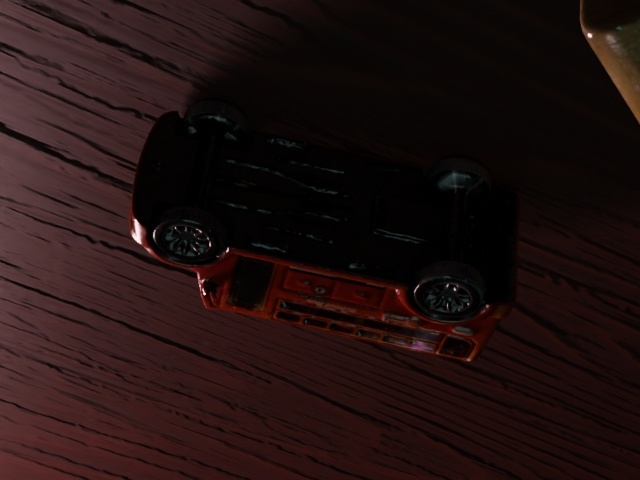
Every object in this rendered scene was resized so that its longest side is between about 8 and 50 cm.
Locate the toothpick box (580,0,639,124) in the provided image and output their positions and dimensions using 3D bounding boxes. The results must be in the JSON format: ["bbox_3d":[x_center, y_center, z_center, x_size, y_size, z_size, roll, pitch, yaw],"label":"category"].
[{"bbox_3d":[0.274,-0.070,0.757,0.187,0.190,0.308,-18,130,31],"label":"toothpick box"}]

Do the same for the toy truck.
[{"bbox_3d":[0.000,0.000,0.954,0.253,0.107,0.114,12,142,-3],"label":"toy truck"}]
